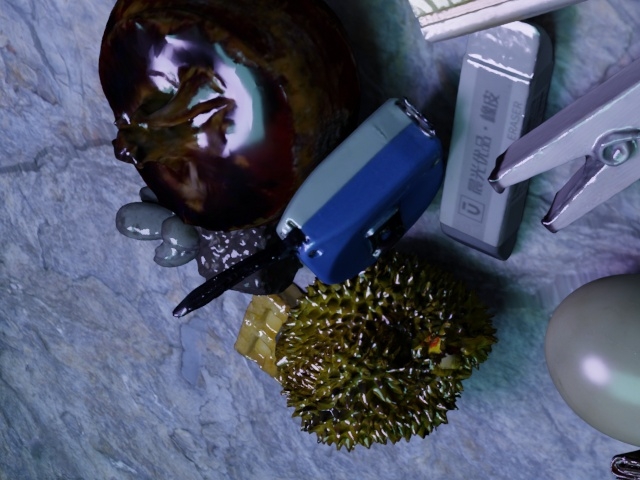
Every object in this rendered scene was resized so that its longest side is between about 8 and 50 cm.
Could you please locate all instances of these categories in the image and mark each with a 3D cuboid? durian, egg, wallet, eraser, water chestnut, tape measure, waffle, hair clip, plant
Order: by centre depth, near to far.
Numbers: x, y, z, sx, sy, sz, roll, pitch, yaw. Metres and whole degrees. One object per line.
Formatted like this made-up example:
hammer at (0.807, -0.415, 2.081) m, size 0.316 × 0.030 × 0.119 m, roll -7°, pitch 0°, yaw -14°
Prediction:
hair clip at (0.319, -0.121, 1.108) m, size 0.101 × 0.085 × 0.331 m, roll 46°, pitch 133°, yaw -9°
egg at (0.364, 0.136, 1.234) m, size 0.242 × 0.186 × 0.186 m, roll 27°, pitch 137°, yaw 23°
wallet at (0.428, 0.253, 1.270) m, size 0.124 × 0.230 × 0.042 m, roll 2°, pitch 85°, yaw 37°
eraser at (0.195, -0.109, 1.273) m, size 0.089 × 0.061 × 0.351 m, roll 24°, pitch 135°, yaw 23°
tape measure at (0.000, 0.000, 1.295) m, size 0.098 × 0.351 × 0.215 m, roll 48°, pitch 178°, yaw 16°
water chestnut at (-0.128, -0.156, 1.322) m, size 0.351 × 0.302 × 0.350 m, roll 19°, pitch 131°, yaw 23°
durian at (0.083, 0.138, 1.446) m, size 0.258 × 0.258 × 0.293 m, roll 46°, pitch 123°, yaw 0°
plant at (-0.160, -0.014, 1.591) m, size 0.275 × 0.146 × 0.149 m, roll 16°, pitch 89°, yaw 33°
waffle at (0.003, 0.181, 1.686) m, size 0.274 × 0.057 × 0.168 m, roll 36°, pitch 139°, yaw 11°

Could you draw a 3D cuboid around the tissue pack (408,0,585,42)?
tissue pack at (0.205, -0.284, 1.038) m, size 0.234 × 0.159 × 0.125 m, roll -7°, pitch 118°, yaw 44°
